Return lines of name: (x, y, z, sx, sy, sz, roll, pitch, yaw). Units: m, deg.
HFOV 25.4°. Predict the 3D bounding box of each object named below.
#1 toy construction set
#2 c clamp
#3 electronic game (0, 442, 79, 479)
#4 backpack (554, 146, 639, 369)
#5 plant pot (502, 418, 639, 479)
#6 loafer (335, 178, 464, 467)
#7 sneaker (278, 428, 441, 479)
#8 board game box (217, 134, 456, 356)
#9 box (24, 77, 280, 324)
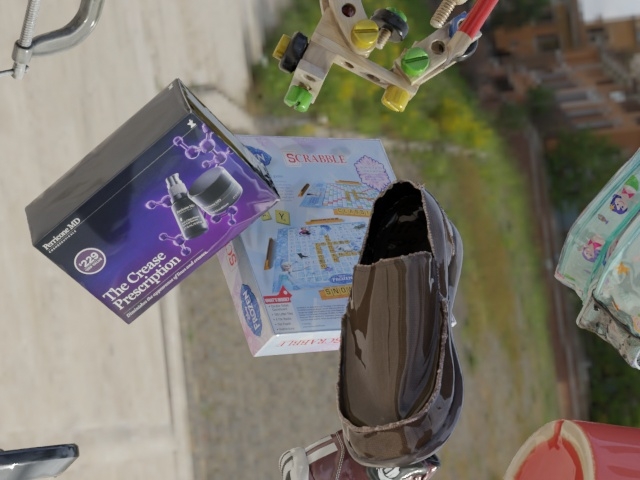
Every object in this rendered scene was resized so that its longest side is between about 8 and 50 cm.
toy construction set: (0.083, -0.252, 1.905, 0.309, 0.257, 0.237, 5, -121, 59)
c clamp: (-0.231, -0.204, 1.223, 0.137, 0.022, 0.160, -19, 145, -48)
electronic game: (-0.355, 0.223, 1.414, 0.229, 0.229, 0.048, 61, 22, -82)
backpack: (0.386, 0.005, 1.577, 0.191, 0.225, 0.253, 42, -14, 11)
plant pot: (0.312, 0.296, 1.367, 0.275, 0.243, 0.275, -160, -90, -74)
loafer: (0.071, 0.076, 1.499, 0.366, 0.134, 0.130, -84, 155, -46)
sneaker: (0.085, 0.321, 1.626, 0.281, 0.162, 0.106, 58, -1, -24)
board game box: (0.000, 0.000, 1.981, 0.066, 0.319, 0.318, -45, -124, 43)
box: (-0.212, -0.046, 1.794, 0.184, 0.261, 0.103, 45, 10, -32)
